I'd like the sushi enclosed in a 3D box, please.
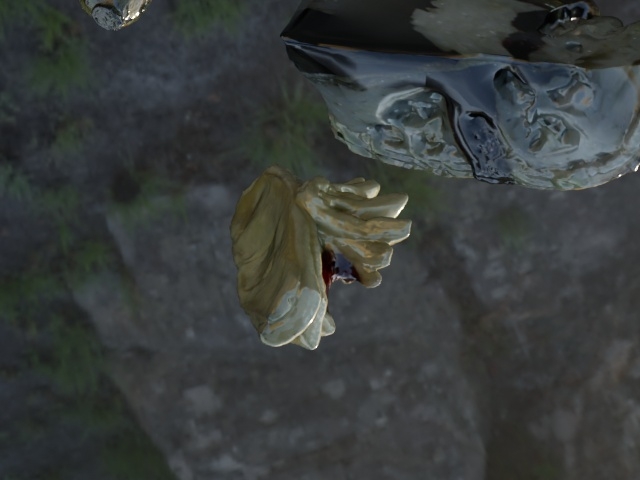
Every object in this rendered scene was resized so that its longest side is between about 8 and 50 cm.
[{"bbox_3d":[0.114,-0.085,0.808,0.273,0.134,0.109,11,127,15],"label":"sushi"}]

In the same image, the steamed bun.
[{"bbox_3d":[0.000,0.000,2.027,0.189,0.428,0.247,21,107,-18],"label":"steamed bun"}]

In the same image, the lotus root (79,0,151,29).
[{"bbox_3d":[-0.240,-0.315,1.601,0.089,0.179,0.080,-1,142,-3],"label":"lotus root"}]
